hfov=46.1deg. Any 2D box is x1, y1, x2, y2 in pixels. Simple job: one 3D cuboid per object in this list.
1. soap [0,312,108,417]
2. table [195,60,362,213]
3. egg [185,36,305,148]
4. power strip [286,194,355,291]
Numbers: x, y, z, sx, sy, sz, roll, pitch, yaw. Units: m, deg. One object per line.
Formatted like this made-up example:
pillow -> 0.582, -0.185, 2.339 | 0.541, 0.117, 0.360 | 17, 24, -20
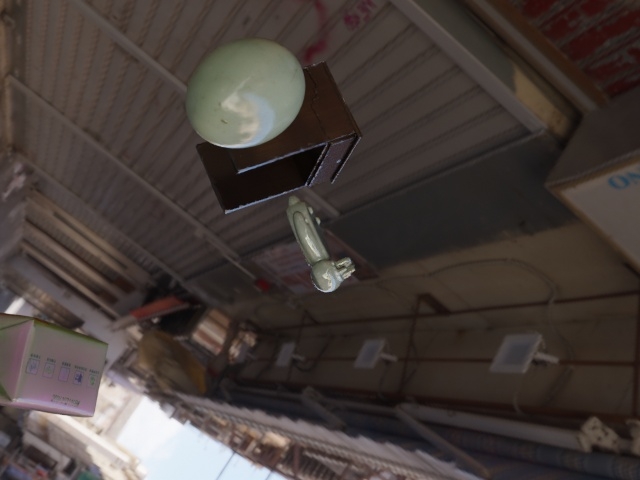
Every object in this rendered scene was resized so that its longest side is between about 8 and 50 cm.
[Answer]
soap -> -0.480, 0.202, 1.221 | 0.182, 0.199, 0.138 | 4, -108, 24
table -> -0.101, -0.215, 1.645 | 0.282, 0.196, 0.250 | -20, 168, -20
egg -> -0.107, -0.210, 1.077 | 0.192, 0.149, 0.149 | -35, -179, -34
power strip -> 0.000, 0.000, 0.588 | 0.035, 0.083, 0.055 | -25, 151, 6
